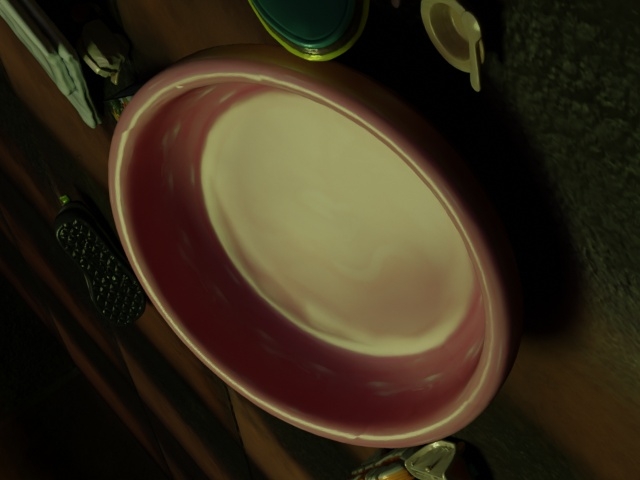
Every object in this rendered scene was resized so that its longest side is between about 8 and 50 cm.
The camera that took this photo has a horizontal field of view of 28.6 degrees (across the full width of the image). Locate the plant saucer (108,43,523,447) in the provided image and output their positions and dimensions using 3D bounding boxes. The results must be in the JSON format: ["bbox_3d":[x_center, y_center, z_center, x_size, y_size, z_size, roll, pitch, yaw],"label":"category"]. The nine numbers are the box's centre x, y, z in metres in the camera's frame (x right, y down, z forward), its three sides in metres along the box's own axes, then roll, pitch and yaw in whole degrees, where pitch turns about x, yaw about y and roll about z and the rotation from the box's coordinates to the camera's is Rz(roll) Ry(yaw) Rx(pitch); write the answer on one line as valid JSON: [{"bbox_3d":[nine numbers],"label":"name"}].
[{"bbox_3d":[0.000,0.000,0.912,0.332,0.084,0.332,20,133,23],"label":"plant saucer"}]

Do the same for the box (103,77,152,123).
[{"bbox_3d":[-0.136,-0.064,1.347,0.233,0.044,0.159,60,161,-15],"label":"box"}]

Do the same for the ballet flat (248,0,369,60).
[{"bbox_3d":[-0.025,-0.193,0.793,0.231,0.077,0.077,57,-168,27],"label":"ballet flat"}]

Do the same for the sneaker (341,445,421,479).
[{"bbox_3d":[0.075,0.278,1.369,0.083,0.084,0.215,50,161,-1],"label":"sneaker"}]

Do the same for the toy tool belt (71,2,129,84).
[{"bbox_3d":[-0.239,-0.208,1.341,0.083,0.052,0.051,50,153,15],"label":"toy tool belt"}]

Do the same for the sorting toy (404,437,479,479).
[{"bbox_3d":[0.133,0.232,1.210,0.075,0.045,0.083,51,162,-13],"label":"sorting toy"}]

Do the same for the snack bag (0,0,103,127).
[{"bbox_3d":[-0.373,-0.286,1.444,0.323,0.037,0.342,51,172,2],"label":"snack bag"}]

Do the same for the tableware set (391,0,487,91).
[{"bbox_3d":[0.053,-0.173,0.730,0.169,0.020,0.141,42,158,32],"label":"tableware set"}]

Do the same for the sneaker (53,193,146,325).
[{"bbox_3d":[-0.348,0.026,2.015,0.097,0.084,0.234,-108,-5,-63],"label":"sneaker"}]
